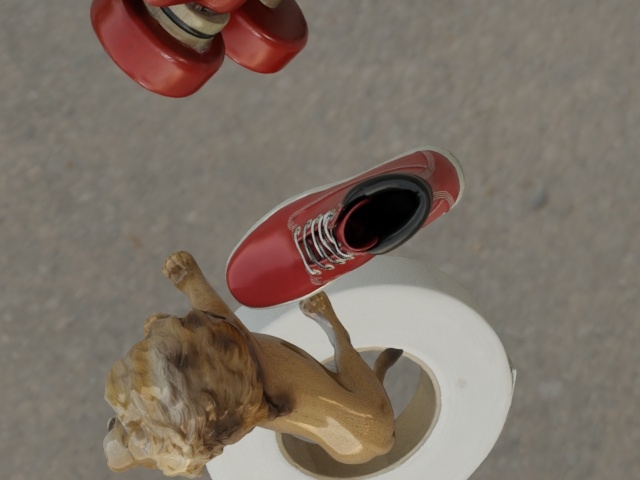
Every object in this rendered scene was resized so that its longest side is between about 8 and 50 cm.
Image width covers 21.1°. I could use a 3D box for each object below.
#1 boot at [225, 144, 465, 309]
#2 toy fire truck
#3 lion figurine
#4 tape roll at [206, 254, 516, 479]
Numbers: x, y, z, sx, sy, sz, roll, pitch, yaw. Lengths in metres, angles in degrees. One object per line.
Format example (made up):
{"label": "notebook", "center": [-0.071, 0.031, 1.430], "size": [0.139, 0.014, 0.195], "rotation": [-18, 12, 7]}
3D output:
{"label": "boot", "center": [0.000, 0.000, 1.491], "size": [0.244, 0.176, 0.088], "rotation": [-29, 93, 21]}
{"label": "toy fire truck", "center": [-0.091, -0.258, 1.232], "size": [0.169, 0.302, 0.254], "rotation": [-42, 81, 29]}
{"label": "lion figurine", "center": [-0.037, 0.141, 1.621], "size": [0.392, 0.240, 0.142], "rotation": [10, 118, -32]}
{"label": "tape roll", "center": [0.041, 0.193, 2.075], "size": [0.392, 0.072, 0.392], "rotation": [-8, 124, -12]}
